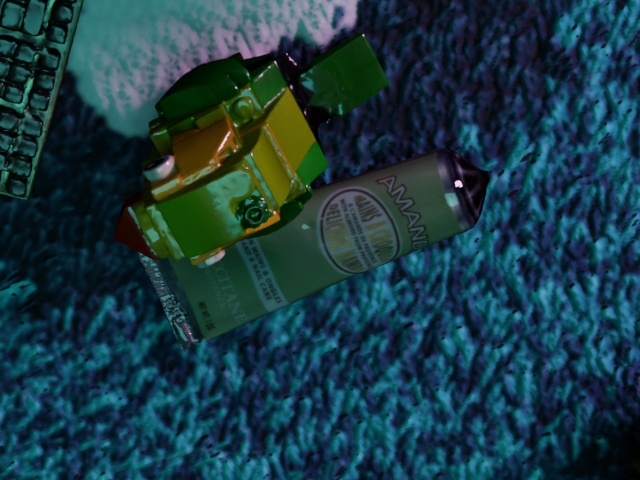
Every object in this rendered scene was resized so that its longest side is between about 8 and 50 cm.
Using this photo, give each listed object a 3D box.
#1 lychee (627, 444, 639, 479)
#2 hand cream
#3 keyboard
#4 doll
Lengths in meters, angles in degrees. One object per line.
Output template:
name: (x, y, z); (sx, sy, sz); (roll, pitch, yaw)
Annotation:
lychee: (0.316, 0.163, 1.198); (0.236, 0.271, 0.236); (-5, 73, 16)
hand cream: (0.000, 0.000, 1.207); (0.235, 0.055, 0.086); (-19, 108, 8)
keyboard: (-0.181, -0.180, 1.134); (0.106, 0.027, 0.317); (14, 107, -10)
doll: (-0.049, -0.052, 1.120); (0.134, 0.186, 0.106); (-14, 114, 30)
